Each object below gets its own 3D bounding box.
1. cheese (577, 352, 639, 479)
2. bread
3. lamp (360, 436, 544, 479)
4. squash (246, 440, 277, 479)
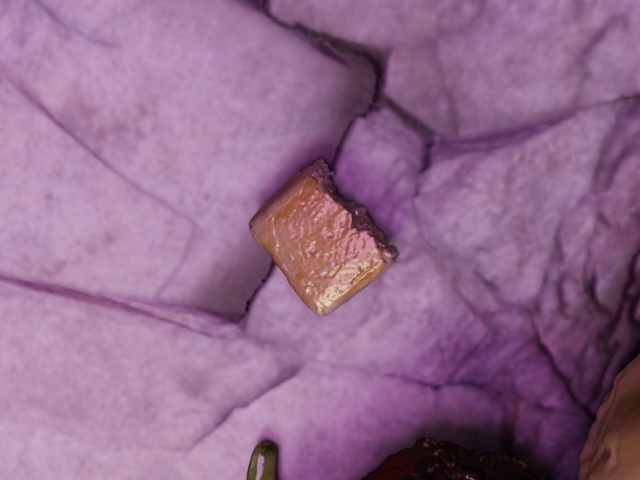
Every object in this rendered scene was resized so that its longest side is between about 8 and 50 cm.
[{"bbox_3d":[0.270,0.135,0.596,0.214,0.117,0.226,31,119,-3],"label":"cheese"},{"bbox_3d":[0.000,0.000,0.651,0.083,0.035,0.070,47,113,2],"label":"bread"},{"bbox_3d":[0.043,0.248,0.662,0.177,0.177,0.274,44,112,-4],"label":"lamp"},{"bbox_3d":[-0.041,0.182,0.733,0.027,0.027,0.089,1,108,14],"label":"squash"}]
